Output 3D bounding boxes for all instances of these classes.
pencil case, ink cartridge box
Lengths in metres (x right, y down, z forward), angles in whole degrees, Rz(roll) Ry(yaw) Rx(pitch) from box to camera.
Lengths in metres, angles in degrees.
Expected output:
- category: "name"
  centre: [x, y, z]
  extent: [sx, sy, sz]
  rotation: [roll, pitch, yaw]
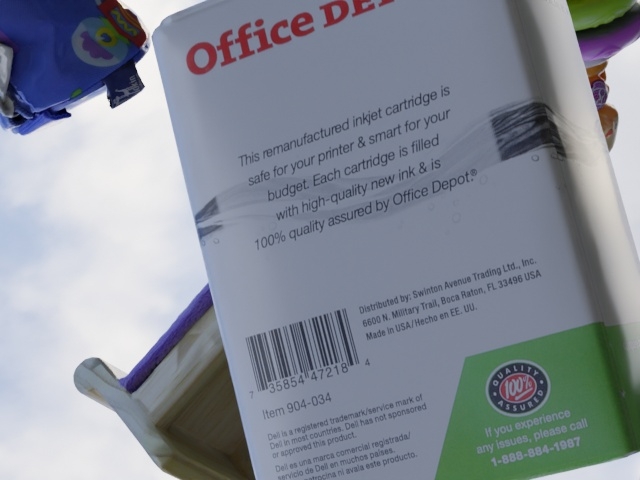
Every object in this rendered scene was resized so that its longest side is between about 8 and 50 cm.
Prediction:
- category: "pencil case"
  centre: [-0.236, -0.201, 1.037]
  extent: [0.306, 0.119, 0.133]
  rotation: [53, -142, -16]
- category: "ink cartridge box"
  centre: [0.048, -0.007, 0.835]
  extent: [0.115, 0.198, 0.273]
  rotation: [3, -108, -64]

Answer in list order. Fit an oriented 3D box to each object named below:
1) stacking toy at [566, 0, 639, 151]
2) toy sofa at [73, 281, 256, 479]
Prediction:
- category: "stacking toy"
  centre: [0.182, -0.190, 1.220]
  extent: [0.175, 0.166, 0.302]
  rotation: [-34, -58, -35]
- category: "toy sofa"
  centre: [0.000, 0.000, 1.120]
  extent: [0.362, 0.177, 0.150]
  rotation: [-49, -41, 3]
